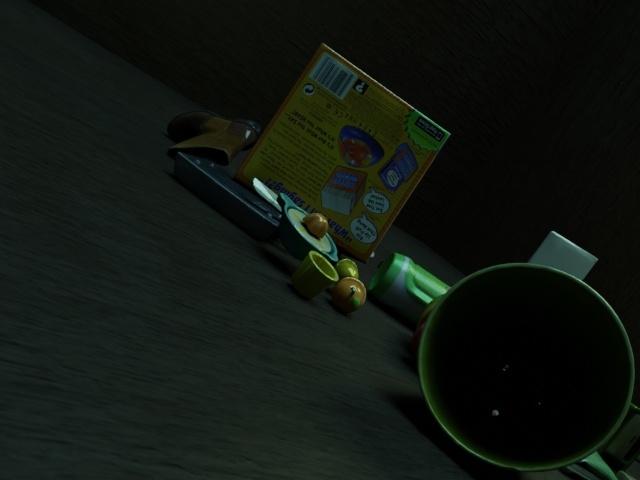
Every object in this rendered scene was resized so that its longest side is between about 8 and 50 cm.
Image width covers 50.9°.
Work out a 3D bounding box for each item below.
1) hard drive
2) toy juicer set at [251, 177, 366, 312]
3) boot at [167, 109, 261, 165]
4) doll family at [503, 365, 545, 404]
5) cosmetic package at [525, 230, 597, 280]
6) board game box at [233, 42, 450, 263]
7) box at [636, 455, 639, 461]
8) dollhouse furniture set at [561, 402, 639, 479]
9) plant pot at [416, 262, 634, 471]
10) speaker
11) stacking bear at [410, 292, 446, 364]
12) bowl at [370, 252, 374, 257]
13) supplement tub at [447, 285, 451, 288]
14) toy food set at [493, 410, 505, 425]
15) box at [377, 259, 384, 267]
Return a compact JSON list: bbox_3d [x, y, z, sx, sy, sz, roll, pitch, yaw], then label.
[{"bbox_3d":[-0.181,-0.088,1.398,0.255,0.054,0.172,37,8,9],"label":"hard drive"},{"bbox_3d":[0.000,0.000,1.284,0.209,0.089,0.329,31,21,-40],"label":"toy juicer set"},{"bbox_3d":[-0.305,-0.239,1.663,0.264,0.096,0.280,13,26,9],"label":"boot"},{"bbox_3d":[0.434,0.328,1.413,0.193,0.076,0.111,34,3,-29],"label":"doll family"},{"bbox_3d":[0.623,0.170,1.964,0.156,0.385,0.217,37,9,14],"label":"cosmetic package"},{"bbox_3d":[0.031,-0.198,1.651,0.356,0.356,0.356,34,-1,-8],"label":"board game box"},{"bbox_3d":[0.886,0.552,1.850,0.275,0.094,0.113,34,8,0],"label":"box"},{"bbox_3d":[0.560,0.386,1.292,0.301,0.151,0.197,32,9,-18],"label":"dollhouse furniture set"},{"bbox_3d":[0.298,0.208,1.014,0.275,0.275,0.293,38,-7,23],"label":"plant pot"},{"bbox_3d":[0.259,0.153,1.530,0.296,0.131,0.131,34,8,-5],"label":"speaker"},{"bbox_3d":[0.255,0.181,1.271,0.164,0.175,0.289,14,10,22],"label":"stacking bear"},{"bbox_3d":[0.084,-0.082,2.154,0.298,0.134,0.298,34,8,-5],"label":"bowl"},{"bbox_3d":[0.408,0.194,2.082,0.071,0.071,0.107,31,9,-27],"label":"supplement tub"},{"bbox_3d":[0.348,0.325,1.236,0.132,0.038,0.192,27,14,-7],"label":"toy food set"},{"bbox_3d":[0.257,0.125,2.017,0.116,0.029,0.162,27,10,-44],"label":"box"}]
